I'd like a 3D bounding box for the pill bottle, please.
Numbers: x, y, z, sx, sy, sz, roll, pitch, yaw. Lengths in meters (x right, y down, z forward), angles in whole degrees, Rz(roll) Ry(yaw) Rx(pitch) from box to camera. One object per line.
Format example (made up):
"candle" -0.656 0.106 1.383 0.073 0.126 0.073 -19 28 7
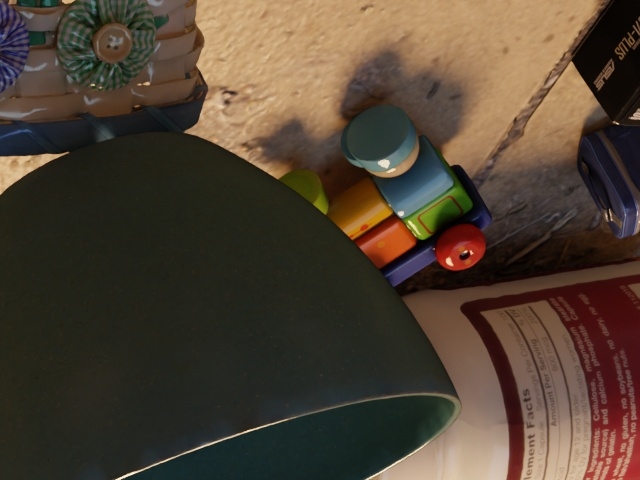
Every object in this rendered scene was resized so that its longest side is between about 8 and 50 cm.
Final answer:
"pill bottle" 0.174 0.145 1.587 0.392 0.224 0.224 -8 142 -28

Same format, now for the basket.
"basket" -0.197 -0.102 0.994 0.255 0.201 0.289 -9 134 -26

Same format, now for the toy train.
"toy train" 0.000 0.000 1.383 0.248 0.105 0.143 -33 137 8

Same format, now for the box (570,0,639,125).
"box" 0.319 -0.166 1.395 0.180 0.077 0.147 1 139 -37

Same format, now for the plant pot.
"plant pot" -0.093 0.056 0.960 0.290 0.195 0.290 -20 163 -6

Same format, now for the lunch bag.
"lunch bag" 0.263 -0.049 1.498 0.065 0.098 0.067 -21 152 -6
